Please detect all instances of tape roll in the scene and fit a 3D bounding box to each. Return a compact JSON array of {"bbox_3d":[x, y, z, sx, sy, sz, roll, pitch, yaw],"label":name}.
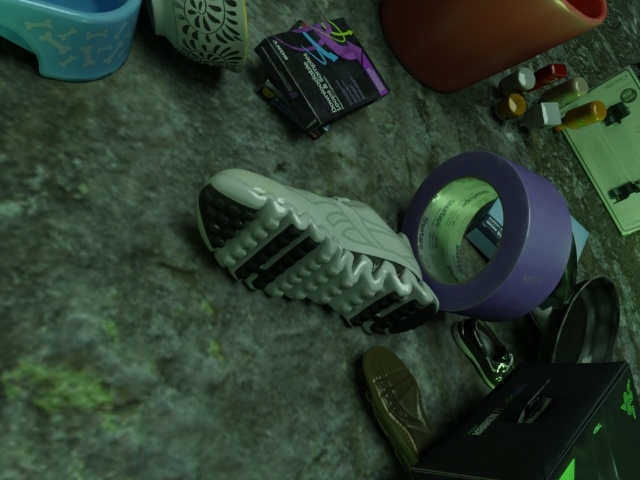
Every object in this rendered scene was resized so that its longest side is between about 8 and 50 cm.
[{"bbox_3d":[0.186,-0.003,0.702,0.080,0.189,0.189,16,58,-33],"label":"tape roll"}]

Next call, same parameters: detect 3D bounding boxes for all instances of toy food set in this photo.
[{"bbox_3d":[0.397,-0.253,1.106,0.232,0.104,0.111,-7,86,-24],"label":"toy food set"}]

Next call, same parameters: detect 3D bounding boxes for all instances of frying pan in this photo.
[{"bbox_3d":[0.315,0.115,0.783,0.326,0.053,0.197,33,77,-41],"label":"frying pan"}]

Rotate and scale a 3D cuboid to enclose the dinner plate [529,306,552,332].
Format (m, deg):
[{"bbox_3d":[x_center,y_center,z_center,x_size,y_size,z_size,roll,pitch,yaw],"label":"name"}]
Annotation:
[{"bbox_3d":[0.345,0.094,0.910,0.141,0.017,0.141,19,57,-32],"label":"dinner plate"}]

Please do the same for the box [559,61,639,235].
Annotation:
[{"bbox_3d":[0.605,-0.175,1.173,0.087,0.169,0.290,-24,84,-47],"label":"box"}]

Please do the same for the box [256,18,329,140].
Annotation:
[{"bbox_3d":[-0.016,-0.201,0.746,0.094,0.027,0.137,38,48,-22],"label":"box"}]

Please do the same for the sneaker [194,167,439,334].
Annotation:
[{"bbox_3d":[0.000,0.000,0.612,0.292,0.110,0.118,30,43,-37],"label":"sneaker"}]

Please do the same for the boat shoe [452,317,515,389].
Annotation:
[{"bbox_3d":[0.219,0.146,0.759,0.125,0.038,0.046,51,45,-7],"label":"boat shoe"}]

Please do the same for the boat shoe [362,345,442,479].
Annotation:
[{"bbox_3d":[0.082,0.184,0.624,0.056,0.048,0.153,-24,79,-39],"label":"boat shoe"}]

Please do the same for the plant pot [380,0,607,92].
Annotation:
[{"bbox_3d":[0.241,-0.366,0.902,0.275,0.243,0.275,20,56,-32],"label":"plant pot"}]

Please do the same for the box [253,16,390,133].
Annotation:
[{"bbox_3d":[0.008,-0.203,0.727,0.162,0.029,0.116,-36,94,-44],"label":"box"}]

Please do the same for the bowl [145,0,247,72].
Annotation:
[{"bbox_3d":[-0.133,-0.249,0.602,0.080,0.170,0.170,-13,76,-16],"label":"bowl"}]

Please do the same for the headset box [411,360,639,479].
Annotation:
[{"bbox_3d":[0.237,0.280,0.600,0.246,0.131,0.283,-20,96,-45],"label":"headset box"}]

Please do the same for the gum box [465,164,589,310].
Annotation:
[{"bbox_3d":[0.315,-0.009,0.903,0.157,0.041,0.184,44,46,-1],"label":"gum box"}]

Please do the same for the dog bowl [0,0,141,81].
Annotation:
[{"bbox_3d":[-0.287,-0.237,0.500,0.297,0.074,0.166,3,66,-40],"label":"dog bowl"}]
